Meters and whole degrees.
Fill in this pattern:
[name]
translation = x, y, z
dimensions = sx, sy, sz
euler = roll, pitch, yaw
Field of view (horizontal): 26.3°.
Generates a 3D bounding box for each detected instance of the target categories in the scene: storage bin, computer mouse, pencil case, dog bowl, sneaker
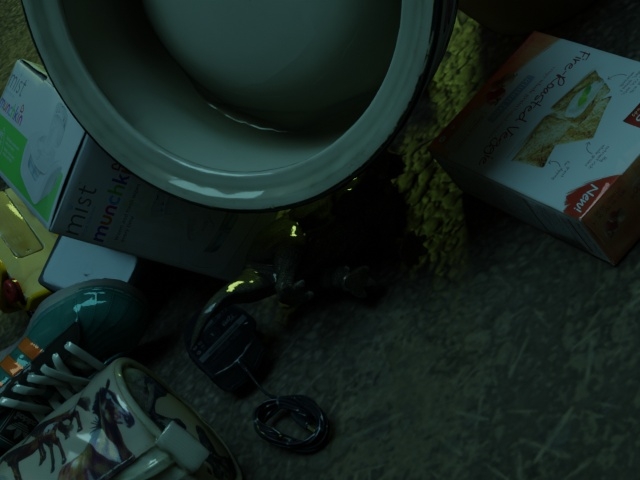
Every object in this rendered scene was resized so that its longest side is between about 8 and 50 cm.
[storage bin]
translation = -0.233, 0.036, 1.486
dimensions = 0.135, 0.098, 0.091
euler = 25, 79, 22
[computer mouse]
translation = -0.057, 0.129, 1.266
dimensions = 0.071, 0.041, 0.242
euler = -43, 40, -4
[pencil case]
translation = -0.261, 0.269, 1.194
dimensions = 0.410, 0.160, 0.183
euler = -38, 17, 6
[dog bowl]
translation = -0.059, -0.238, 1.198
dimensions = 0.408, 0.408, 0.150
euler = -18, 9, 32
[sneaker]
translation = -0.291, 0.157, 1.413
dimensions = 0.302, 0.108, 0.121
euler = -36, 34, 24

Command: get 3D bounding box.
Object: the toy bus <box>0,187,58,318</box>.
[toy bus]
translation = -0.343, 0.035, 1.594
dimensions = 0.104, 0.191, 0.202
euler = 108, 176, -47

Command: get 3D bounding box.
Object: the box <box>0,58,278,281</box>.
[box]
translation = -0.199, -0.078, 1.436
dimensions = 0.262, 0.231, 0.127
euler = 37, 107, 55

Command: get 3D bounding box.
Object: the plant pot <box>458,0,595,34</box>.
[plant pot]
translation = 0.168, -0.365, 1.362
dimensions = 0.323, 0.280, 0.323
euler = -26, 36, 21

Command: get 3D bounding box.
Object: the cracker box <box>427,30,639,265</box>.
[cracker box]
translation = 0.219, -0.088, 1.192
dimensions = 0.156, 0.067, 0.232
euler = -47, 34, -7

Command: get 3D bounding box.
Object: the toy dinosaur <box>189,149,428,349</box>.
[toy dinosaur]
translation = 0.000, 0.000, 1.304
dimensions = 0.313, 0.121, 0.160
euler = -51, 22, -5
